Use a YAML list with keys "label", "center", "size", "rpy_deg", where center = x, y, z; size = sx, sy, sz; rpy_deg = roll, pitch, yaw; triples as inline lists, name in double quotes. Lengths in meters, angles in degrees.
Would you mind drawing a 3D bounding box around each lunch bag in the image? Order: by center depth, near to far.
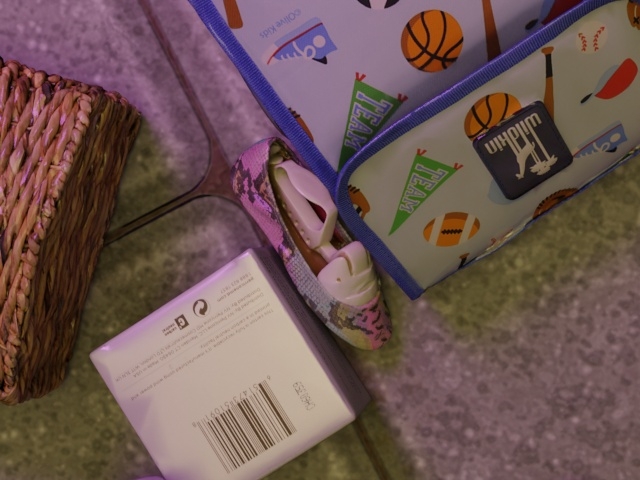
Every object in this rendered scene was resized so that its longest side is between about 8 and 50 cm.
- label: "lunch bag"
  center: [0.101, -0.182, 1.307]
  size: [0.328, 0.239, 0.385]
  rpy_deg: [-34, 103, 7]

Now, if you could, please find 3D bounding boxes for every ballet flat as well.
- label: "ballet flat"
  center: [0.000, 0.000, 1.390]
  size: [0.221, 0.077, 0.079]
  rpy_deg: [55, 141, 6]

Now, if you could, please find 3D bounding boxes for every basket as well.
- label: "basket"
  center: [-0.322, -0.021, 1.370]
  size: [0.223, 0.213, 0.299]
  rpy_deg: [18, 93, 6]

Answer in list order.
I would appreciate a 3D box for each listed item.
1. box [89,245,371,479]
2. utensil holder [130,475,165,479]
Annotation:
- label: "box"
  center: [-0.079, 0.126, 1.388]
  size: [0.181, 0.119, 0.182]
  rpy_deg: [-33, 86, 7]
- label: "utensil holder"
  center: [-0.181, 0.449, 1.297]
  size: [0.327, 0.327, 0.385]
  rpy_deg: [-29, 94, 7]
